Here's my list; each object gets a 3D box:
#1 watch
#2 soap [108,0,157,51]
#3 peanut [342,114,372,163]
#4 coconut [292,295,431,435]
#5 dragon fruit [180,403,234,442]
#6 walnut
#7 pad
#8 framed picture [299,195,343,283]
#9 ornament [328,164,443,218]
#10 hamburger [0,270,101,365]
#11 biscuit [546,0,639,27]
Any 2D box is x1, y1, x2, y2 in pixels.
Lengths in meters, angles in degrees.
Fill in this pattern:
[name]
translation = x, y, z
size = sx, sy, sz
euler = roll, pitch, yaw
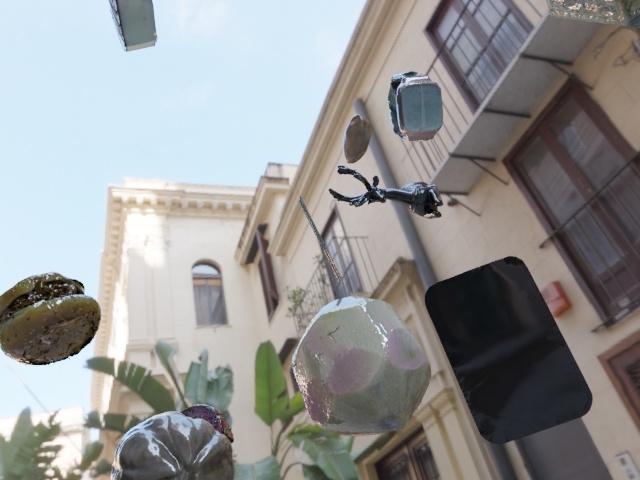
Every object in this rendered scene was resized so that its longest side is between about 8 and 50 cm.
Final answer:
[watch]
translation = 0.317, -0.478, 1.886
size = 0.162, 0.253, 0.241
euler = -6, 7, -12
[soap]
translation = -0.480, -0.588, 1.320
size = 0.091, 0.145, 0.230
euler = -23, -17, -18
[peanut]
translation = 0.100, -0.277, 1.463
size = 0.076, 0.076, 0.152
euler = -5, -48, -16
[coconut]
translation = 0.072, 0.228, 0.902
size = 0.227, 0.230, 0.227
euler = -12, -48, -14
[dragon fruit]
translation = -0.316, 0.576, 1.434
size = 0.224, 0.218, 0.148
euler = -11, -42, 25
[walnut]
translation = -0.241, 0.387, 0.854
size = 0.224, 0.224, 0.224
euler = -11, -35, -8
[pad]
translation = 0.291, 0.168, 0.835
size = 0.181, 0.267, 0.004
euler = -22, -20, 6
[framed picture]
translation = 0.000, 0.000, 1.217
size = 0.011, 0.183, 0.142
euler = -26, -41, 0
[ornament]
translation = 0.135, -0.109, 1.145
size = 0.236, 0.202, 0.080
euler = 10, -77, -2
[hamburger]
translation = -0.470, 0.147, 0.909
size = 0.185, 0.113, 0.177
euler = -50, -17, 9
[biscuit]
translation = 0.349, -0.396, 0.684
size = 0.079, 0.186, 0.309
euler = -51, -47, -3
